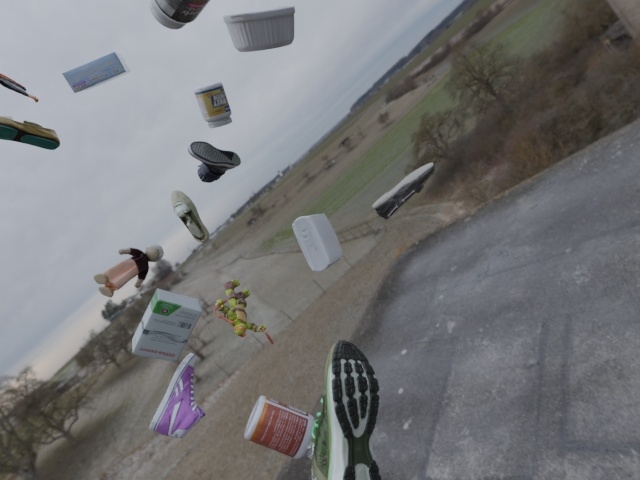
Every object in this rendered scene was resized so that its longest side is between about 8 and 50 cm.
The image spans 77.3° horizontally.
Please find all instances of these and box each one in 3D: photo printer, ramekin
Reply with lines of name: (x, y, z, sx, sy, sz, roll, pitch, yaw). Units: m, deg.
photo printer: (0.000, 0.000, 1.856, 0.107, 0.255, 0.307, -24, -1, 17)
ramekin: (-0.221, -0.801, 1.515, 0.273, 0.127, 0.272, -6, 31, 4)

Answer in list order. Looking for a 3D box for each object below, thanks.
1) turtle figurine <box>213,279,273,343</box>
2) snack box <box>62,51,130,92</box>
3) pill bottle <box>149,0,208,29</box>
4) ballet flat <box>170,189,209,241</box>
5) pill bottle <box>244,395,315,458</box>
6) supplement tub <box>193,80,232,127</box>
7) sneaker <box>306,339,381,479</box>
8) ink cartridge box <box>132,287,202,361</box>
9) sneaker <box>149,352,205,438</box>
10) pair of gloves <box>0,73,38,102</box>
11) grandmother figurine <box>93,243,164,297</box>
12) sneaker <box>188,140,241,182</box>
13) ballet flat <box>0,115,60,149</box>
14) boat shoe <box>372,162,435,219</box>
turtle figurine: (-0.275, 0.254, 1.381, 0.087, 0.270, 0.217, -40, 38, 17)
snack box: (-0.739, -0.560, 1.334, 0.175, 0.070, 0.207, -27, 27, -8)
pill bottle: (-0.438, -0.799, 1.270, 0.279, 0.162, 0.162, -4, 40, 53)
ballet flat: (-0.546, -0.095, 1.661, 0.086, 0.248, 0.086, -30, 14, 8)
pill bottle: (-0.092, 0.530, 1.118, 0.121, 0.216, 0.121, -156, 90, -85)
supplement tub: (-0.528, -0.672, 1.983, 0.145, 0.199, 0.144, -12, 27, 6)
sneaker: (0.025, 0.439, 0.924, 0.182, 0.158, 0.409, -25, 52, 42)
ink cartridge box: (-0.511, 0.283, 1.329, 0.208, 0.153, 0.087, -61, 32, 9)
sneaker: (-0.475, 0.563, 1.448, 0.102, 0.161, 0.281, 114, 176, -64)
pair of gloves: (-0.532, -0.268, 0.682, 0.010, 0.083, 0.074, -55, -29, 3)
grandmother figurine: (-0.852, 0.122, 1.828, 0.342, 0.104, 0.207, -52, -30, -52)
sneaker: (-0.432, -0.285, 1.490, 0.164, 0.086, 0.226, -22, -16, 29)
ballet flat: (-0.930, -0.340, 1.226, 0.080, 0.073, 0.232, -26, -17, 23)
boat shoe: (0.388, -0.219, 1.804, 0.335, 0.095, 0.112, -37, 14, 26)
